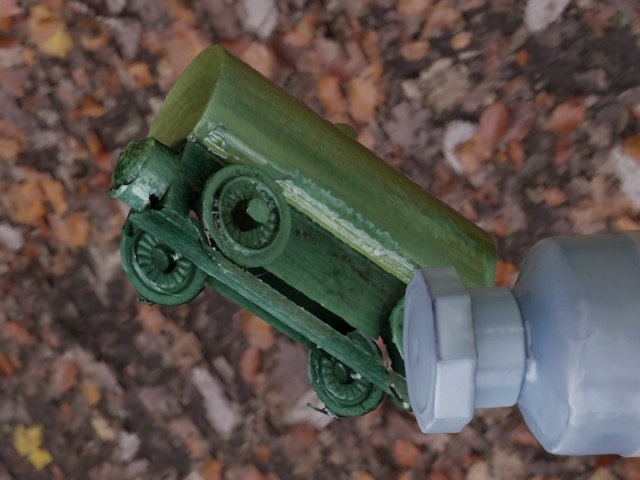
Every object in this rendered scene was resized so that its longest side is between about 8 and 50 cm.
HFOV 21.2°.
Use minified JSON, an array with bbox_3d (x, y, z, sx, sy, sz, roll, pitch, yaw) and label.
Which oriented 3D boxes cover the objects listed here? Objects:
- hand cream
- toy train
[{"bbox_3d":[0.102,0.020,0.339,0.043,0.171,0.065,108,159,-60],"label":"hand cream"},{"bbox_3d":[0.005,-0.003,1.148,0.307,0.189,0.126,34,155,-23],"label":"toy train"}]
